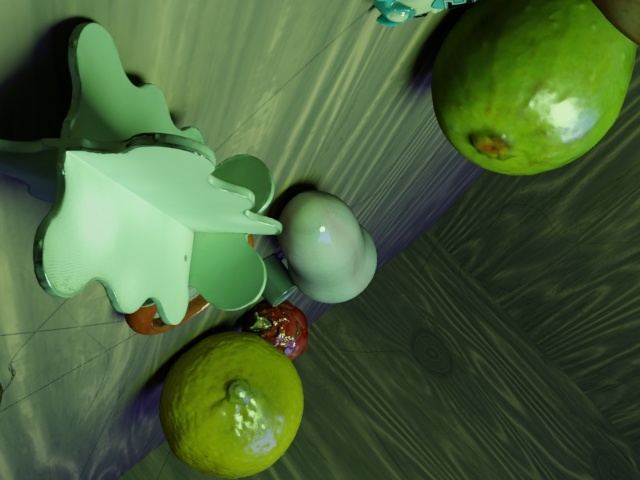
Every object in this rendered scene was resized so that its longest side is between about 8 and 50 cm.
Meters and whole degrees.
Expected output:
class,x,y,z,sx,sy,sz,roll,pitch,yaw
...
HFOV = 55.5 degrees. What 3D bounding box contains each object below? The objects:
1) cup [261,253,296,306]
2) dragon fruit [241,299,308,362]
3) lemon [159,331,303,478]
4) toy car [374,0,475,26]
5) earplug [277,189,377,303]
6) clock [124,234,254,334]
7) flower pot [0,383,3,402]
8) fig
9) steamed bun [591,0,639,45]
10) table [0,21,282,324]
class,x,y,z,sx,sy,sz,roll,pitch,yaw
cup,-0.083,0.073,1.195,0.100,0.077,0.078,-39,169,-20
dragon fruit,-0.114,0.231,1.505,0.172,0.172,0.209,-38,163,-21
lemon,-0.191,0.355,1.320,0.336,0.336,0.336,-40,170,-9
toy car,0.132,-0.255,0.572,0.161,0.098,0.126,-45,168,6
earplug,0.000,0.000,1.016,0.172,0.172,0.301,-41,164,-3
clock,-0.176,0.051,0.829,0.205,0.051,0.205,-40,168,-10
flower pot,-0.372,0.166,0.492,0.251,0.084,0.179,-33,167,-44
fig,0.303,-0.256,0.846,0.326,0.258,0.258,-59,172,-7
steamed bun,0.334,-0.352,0.476,0.379,0.248,0.235,-57,171,-13
table,-0.126,-0.031,0.422,0.166,0.166,0.198,-42,162,-1
